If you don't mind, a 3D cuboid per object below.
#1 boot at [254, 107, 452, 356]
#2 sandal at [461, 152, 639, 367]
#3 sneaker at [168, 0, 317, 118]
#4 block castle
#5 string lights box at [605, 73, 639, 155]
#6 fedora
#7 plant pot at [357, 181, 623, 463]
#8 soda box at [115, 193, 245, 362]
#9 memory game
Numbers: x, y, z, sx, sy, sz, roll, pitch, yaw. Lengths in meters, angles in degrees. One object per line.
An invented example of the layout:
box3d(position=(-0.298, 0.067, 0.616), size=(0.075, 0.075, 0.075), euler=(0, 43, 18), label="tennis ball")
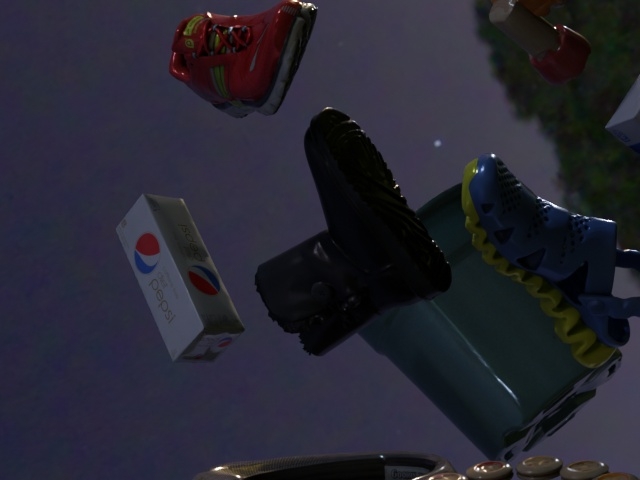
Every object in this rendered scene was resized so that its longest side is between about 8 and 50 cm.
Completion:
box3d(position=(0.000, 0.000, 1.411), size=(0.246, 0.207, 0.094), euler=(55, -148, -13), label="boot")
box3d(position=(0.281, 0.007, 1.442), size=(0.317, 0.138, 0.126), euler=(42, -142, -27), label="sandal")
box3d(position=(-0.092, -0.191, 1.307), size=(0.118, 0.279, 0.107), euler=(26, -105, -18), label="sneaker")
box3d(position=(0.452, -0.468, 1.873), size=(0.212, 0.453, 0.303), euler=(31, -147, -30), label="block castle")
box3d(position=(0.462, -0.103, 1.409), size=(0.259, 0.077, 0.133), euler=(37, -103, -8), label="string lights box")
box3d(position=(0.010, 0.294, 1.297), size=(0.244, 0.275, 0.124), euler=(-178, 83, -87), label="fedora")
box3d(position=(0.256, 0.135, 1.931), size=(0.334, 0.341, 0.341), euler=(49, -153, 22), label="plant pot")
box3d(position=(-0.179, 0.046, 1.590), size=(0.069, 0.074, 0.216), euler=(7, -134, -45), label="soda box")
box3d(position=(0.137, 0.187, 0.904), size=(0.186, 0.186, 0.012), euler=(-22, -76, -57), label="memory game")
